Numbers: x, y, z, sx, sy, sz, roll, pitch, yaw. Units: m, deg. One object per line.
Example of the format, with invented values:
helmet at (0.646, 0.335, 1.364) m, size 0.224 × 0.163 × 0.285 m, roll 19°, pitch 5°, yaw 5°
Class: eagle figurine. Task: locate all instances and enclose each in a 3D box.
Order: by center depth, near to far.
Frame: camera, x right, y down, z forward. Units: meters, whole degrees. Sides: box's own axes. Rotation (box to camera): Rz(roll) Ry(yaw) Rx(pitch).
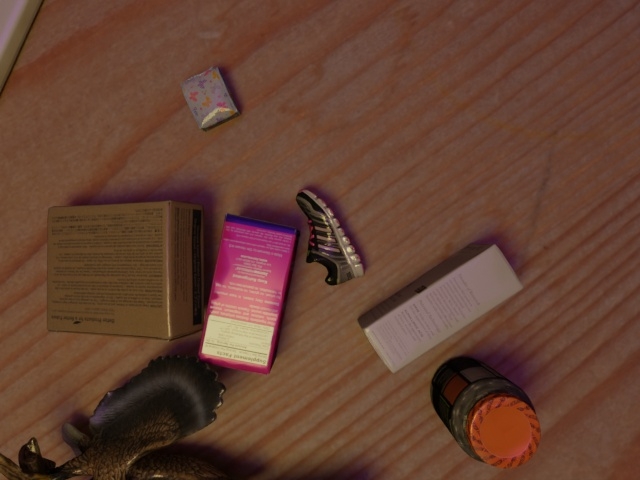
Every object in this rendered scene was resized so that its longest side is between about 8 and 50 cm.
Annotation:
eagle figurine at (-0.264, 0.319, 0.717) m, size 0.298 × 0.226 × 0.225 m, roll -22°, pitch 65°, yaw -17°

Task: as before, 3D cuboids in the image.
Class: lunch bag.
lunch bag at (-0.177, -0.230, 0.798) m, size 0.071 × 0.053 × 0.083 m, roll -26°, pitch 98°, yaw 2°

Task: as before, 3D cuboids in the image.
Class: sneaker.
sneaker at (0.000, 0.000, 0.786) m, size 0.074 × 0.063 × 0.171 m, roll -32°, pitch 94°, yaw -7°

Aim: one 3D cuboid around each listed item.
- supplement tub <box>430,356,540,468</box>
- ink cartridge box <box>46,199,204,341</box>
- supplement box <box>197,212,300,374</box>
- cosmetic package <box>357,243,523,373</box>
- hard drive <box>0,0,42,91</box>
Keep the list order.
supplement tub at (0.234, 0.245, 0.716) m, size 0.116 × 0.190 × 0.117 m, roll 0°, pitch 89°, yaw 0°
ink cartridge box at (-0.293, 0.042, 0.739) m, size 0.234 × 0.088 × 0.194 m, roll 0°, pitch 89°, yaw 21°
supplement box at (-0.106, 0.079, 0.761) m, size 0.113 × 0.111 × 0.220 m, roll 12°, pitch 90°, yaw 0°
cosmetic package at (0.176, 0.098, 0.757) m, size 0.231 × 0.117 × 0.086 m, roll -35°, pitch 90°, yaw -1°
hard drive at (-0.620, -0.330, 0.804) m, size 0.232 × 0.047 × 0.353 m, roll 24°, pitch 88°, yaw 0°
